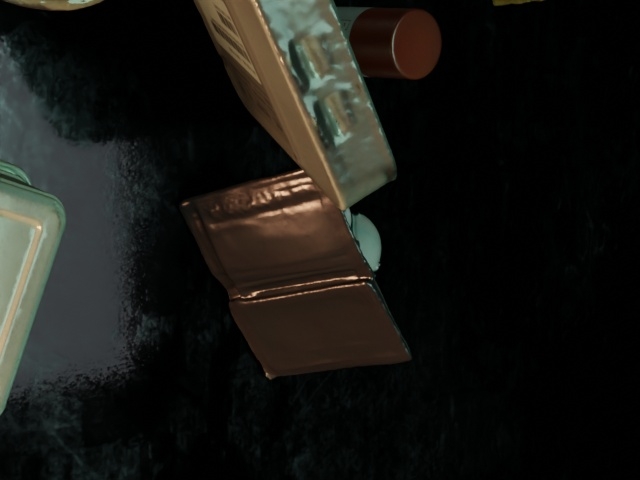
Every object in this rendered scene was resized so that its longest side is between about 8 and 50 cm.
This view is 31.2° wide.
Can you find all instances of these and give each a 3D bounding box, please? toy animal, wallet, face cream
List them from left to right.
[{"bbox_3d":[-0.038,0.054,1.574,0.323,0.247,0.041,65,34,-24],"label":"wallet"},{"bbox_3d":[0.000,0.000,1.633,0.138,0.166,0.179,-25,127,18],"label":"toy animal"},{"bbox_3d":[0.060,-0.273,1.579,0.096,0.214,0.095,-10,105,-38],"label":"face cream"}]

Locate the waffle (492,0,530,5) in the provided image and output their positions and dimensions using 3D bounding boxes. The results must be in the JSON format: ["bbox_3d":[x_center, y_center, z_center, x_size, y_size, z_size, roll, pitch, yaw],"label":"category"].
[{"bbox_3d":[0.423,-0.447,1.866,0.274,0.168,0.057,-25,109,-31],"label":"waffle"}]

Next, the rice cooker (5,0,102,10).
[{"bbox_3d":[-0.288,-0.401,1.228,0.264,0.317,0.316,-44,124,-28],"label":"rice cooker"}]

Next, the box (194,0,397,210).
[{"bbox_3d":[-0.066,-0.262,1.365,0.111,0.396,0.396,-27,118,-6],"label":"box"}]

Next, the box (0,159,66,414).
[{"bbox_3d":[-0.408,0.054,1.297,0.175,0.182,0.311,20,87,-40],"label":"box"}]
